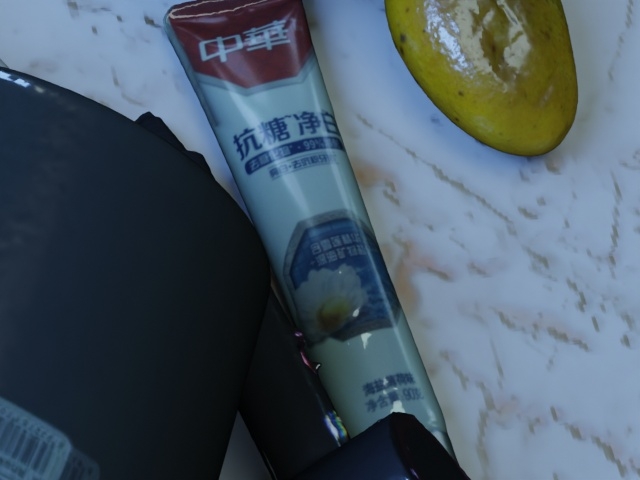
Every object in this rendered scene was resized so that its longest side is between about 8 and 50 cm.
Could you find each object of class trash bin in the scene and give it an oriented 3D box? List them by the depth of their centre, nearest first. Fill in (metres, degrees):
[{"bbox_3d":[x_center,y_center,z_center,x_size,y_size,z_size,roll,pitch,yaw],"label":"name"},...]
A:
[{"bbox_3d":[-0.145,0.126,0.541,0.214,0.214,0.333,19,60,-7],"label":"trash bin"}]

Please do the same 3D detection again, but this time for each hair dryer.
[{"bbox_3d":[-0.038,0.050,0.692,0.114,0.070,0.248,-35,59,7],"label":"hair dryer"}]

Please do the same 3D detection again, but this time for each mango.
[{"bbox_3d":[0.071,-0.088,0.802,0.079,0.057,0.114,-25,83,-30],"label":"mango"}]

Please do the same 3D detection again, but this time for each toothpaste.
[{"bbox_3d":[0.000,0.000,0.747,0.062,0.039,0.239,-15,68,-15],"label":"toothpaste"}]

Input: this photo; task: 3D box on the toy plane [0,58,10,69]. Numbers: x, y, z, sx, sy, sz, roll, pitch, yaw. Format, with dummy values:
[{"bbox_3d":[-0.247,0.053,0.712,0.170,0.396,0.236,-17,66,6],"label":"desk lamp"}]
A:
[{"bbox_3d":[-0.219,-0.084,0.686,0.255,0.101,0.251,26,60,-8],"label":"toy plane"}]
